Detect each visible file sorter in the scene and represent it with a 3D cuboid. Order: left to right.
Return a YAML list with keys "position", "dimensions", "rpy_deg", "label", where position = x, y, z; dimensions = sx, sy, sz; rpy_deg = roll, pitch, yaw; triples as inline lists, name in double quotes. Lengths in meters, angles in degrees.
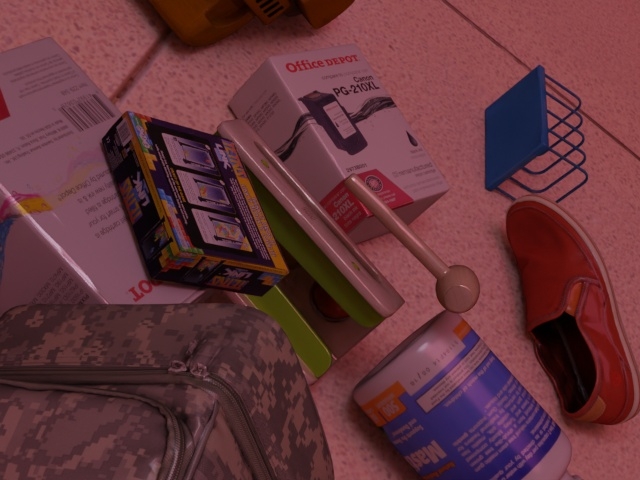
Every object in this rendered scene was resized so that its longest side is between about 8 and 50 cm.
- position: [0.318, -0.144, 1.705]
  dimensions: [0.104, 0.118, 0.170]
  rpy_deg: [29, 44, -24]
  label: "file sorter"

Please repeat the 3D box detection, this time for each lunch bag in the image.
- position: [-0.168, 0.192, 0.861]
  dimensions: [0.256, 0.305, 0.212]
  rpy_deg: [-57, 138, -47]
  label: "lunch bag"

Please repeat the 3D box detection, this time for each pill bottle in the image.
- position: [0.176, 0.221, 1.275]
  dimensions: [0.272, 0.152, 0.152]
  rpy_deg: [49, 42, 3]
  label: "pill bottle"

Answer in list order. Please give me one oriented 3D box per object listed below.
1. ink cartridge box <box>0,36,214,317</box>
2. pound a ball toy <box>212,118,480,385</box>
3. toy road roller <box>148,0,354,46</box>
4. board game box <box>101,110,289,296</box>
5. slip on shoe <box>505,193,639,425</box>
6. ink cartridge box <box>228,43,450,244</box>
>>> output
- position: [-0.250, -0.027, 1.114]
  dimensions: [0.306, 0.131, 0.226]
  rpy_deg: [48, 31, 2]
  label: "ink cartridge box"
- position: [0.000, 0.000, 1.261]
  dimensions: [0.319, 0.208, 0.136]
  rpy_deg: [48, 14, 4]
  label: "pound a ball toy"
- position: [-0.105, -0.362, 1.505]
  dimensions: [0.202, 0.241, 0.329]
  rpy_deg: [53, 5, 8]
  label: "toy road roller"
- position: [-0.120, -0.033, 1.108]
  dimensions: [0.141, 0.048, 0.170]
  rpy_deg: [14, 43, -47]
  label: "board game box"
- position: [0.317, 0.086, 1.528]
  dimensions: [0.101, 0.123, 0.331]
  rpy_deg: [-2, 65, -36]
  label: "slip on shoe"
- position: [0.024, -0.120, 1.454]
  dimensions: [0.172, 0.100, 0.237]
  rpy_deg: [-19, 72, -46]
  label: "ink cartridge box"
